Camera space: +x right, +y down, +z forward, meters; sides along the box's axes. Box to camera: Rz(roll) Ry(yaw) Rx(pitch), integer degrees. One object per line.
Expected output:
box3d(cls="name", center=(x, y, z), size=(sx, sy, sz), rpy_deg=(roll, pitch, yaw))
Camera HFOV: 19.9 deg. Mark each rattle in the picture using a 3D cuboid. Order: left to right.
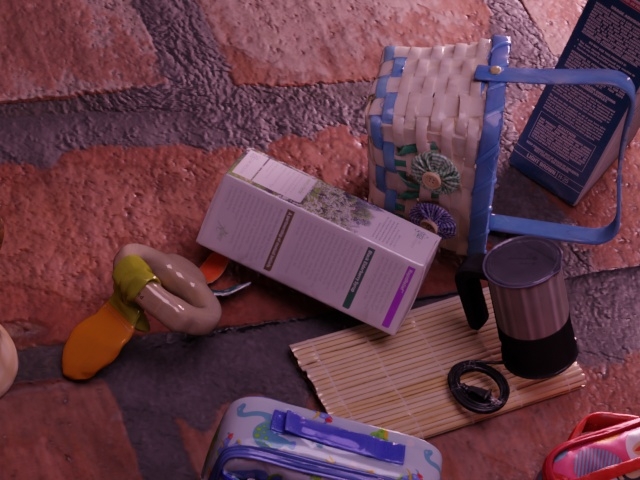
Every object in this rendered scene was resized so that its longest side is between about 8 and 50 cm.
box3d(cls="rattle", center=(-0.165, 0.079, 1.886), size=(0.130, 0.142, 0.200), rpy_deg=(23, 10, 8))

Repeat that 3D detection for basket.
box3d(cls="basket", center=(0.197, -0.096, 2.025), size=(0.289, 0.254, 0.201), rpy_deg=(1, 46, 5))

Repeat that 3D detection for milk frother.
box3d(cls="milk frother", center=(0.194, 0.091, 1.906), size=(0.129, 0.134, 0.143), rpy_deg=(-1, 40, 19))

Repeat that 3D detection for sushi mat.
box3d(cls="sushi mat", center=(0.130, 0.133, 1.952), size=(0.316, 0.019, 0.151), rpy_deg=(-15, 56, -30))

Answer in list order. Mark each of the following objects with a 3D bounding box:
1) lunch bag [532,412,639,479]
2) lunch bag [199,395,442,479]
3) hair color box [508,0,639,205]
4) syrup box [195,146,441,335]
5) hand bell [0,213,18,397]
box3d(cls="lunch bag", center=(0.352, 0.276, 1.851), size=(0.293, 0.120, 0.258), rpy_deg=(-13, 53, -32))
box3d(cls="lunch bag", center=(-0.004, 0.235, 1.708), size=(0.219, 0.176, 0.090), rpy_deg=(16, 47, -8))
box3d(cls="hair color box", center=(0.353, -0.220, 2.114), size=(0.105, 0.347, 0.174), rpy_deg=(35, 48, 11))
box3d(cls="syrup box", center=(0.000, 0.000, 1.946), size=(0.237, 0.096, 0.093), rpy_deg=(26, 26, 4))
box3d(cls="hand bell", center=(-0.330, 0.042, 1.708), size=(0.126, 0.242, 0.126), rpy_deg=(10, 49, -11))
